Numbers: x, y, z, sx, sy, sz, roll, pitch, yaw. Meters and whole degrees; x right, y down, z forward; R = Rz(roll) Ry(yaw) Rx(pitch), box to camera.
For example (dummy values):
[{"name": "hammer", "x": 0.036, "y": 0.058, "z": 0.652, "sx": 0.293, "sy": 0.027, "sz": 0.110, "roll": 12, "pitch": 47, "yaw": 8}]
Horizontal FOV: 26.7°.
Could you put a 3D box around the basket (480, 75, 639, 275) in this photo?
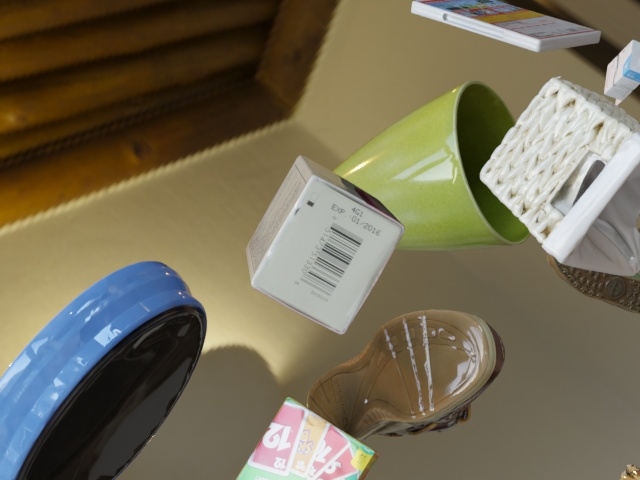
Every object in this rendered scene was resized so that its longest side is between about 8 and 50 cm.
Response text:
[{"name": "basket", "x": 0.216, "y": -0.049, "z": 1.064, "sx": 0.113, "sy": 0.103, "sz": 0.167, "roll": -54, "pitch": -29, "yaw": 15}]

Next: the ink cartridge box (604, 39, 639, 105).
[{"name": "ink cartridge box", "x": 0.390, "y": -0.214, "z": 1.732, "sx": 0.083, "sy": 0.028, "sz": 0.048, "roll": 126, "pitch": 160, "yaw": -61}]

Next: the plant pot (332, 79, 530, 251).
[{"name": "plant pot", "x": 0.163, "y": -0.092, "z": 2.237, "sx": 0.294, "sy": 0.274, "sz": 0.275, "roll": -16, "pitch": -12, "yaw": 31}]

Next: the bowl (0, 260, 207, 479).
[{"name": "bowl", "x": -0.285, "y": 0.205, "z": 1.682, "sx": 0.391, "sy": 0.077, "sz": 0.391, "roll": -48, "pitch": -18, "yaw": -21}]

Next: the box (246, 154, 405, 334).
[{"name": "box", "x": 0.000, "y": 0.000, "z": 1.617, "sx": 0.148, "sy": 0.127, "sz": 0.232, "roll": -60, "pitch": 8, "yaw": 6}]

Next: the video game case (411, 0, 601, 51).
[{"name": "video game case", "x": 0.336, "y": -0.397, "z": 2.451, "sx": 0.204, "sy": 0.285, "sz": 0.025, "roll": -16, "pitch": -58, "yaw": -46}]

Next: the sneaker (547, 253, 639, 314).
[{"name": "sneaker", "x": 0.371, "y": 0.047, "z": 1.815, "sx": 0.192, "sy": 0.086, "sz": 0.064, "roll": 26, "pitch": -89, "yaw": -20}]

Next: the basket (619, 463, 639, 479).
[{"name": "basket", "x": 0.557, "y": 0.488, "z": 1.977, "sx": 0.223, "sy": 0.299, "sz": 0.213, "roll": 38, "pitch": -104, "yaw": -19}]

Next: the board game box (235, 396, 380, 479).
[{"name": "board game box", "x": -0.054, "y": 0.318, "z": 1.520, "sx": 0.259, "sy": 0.124, "sz": 0.039, "roll": -59, "pitch": -21, "yaw": -4}]

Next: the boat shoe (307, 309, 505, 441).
[{"name": "boat shoe", "x": 0.117, "y": 0.167, "z": 1.567, "sx": 0.123, "sy": 0.123, "sz": 0.342, "roll": 3, "pitch": -26, "yaw": -32}]
